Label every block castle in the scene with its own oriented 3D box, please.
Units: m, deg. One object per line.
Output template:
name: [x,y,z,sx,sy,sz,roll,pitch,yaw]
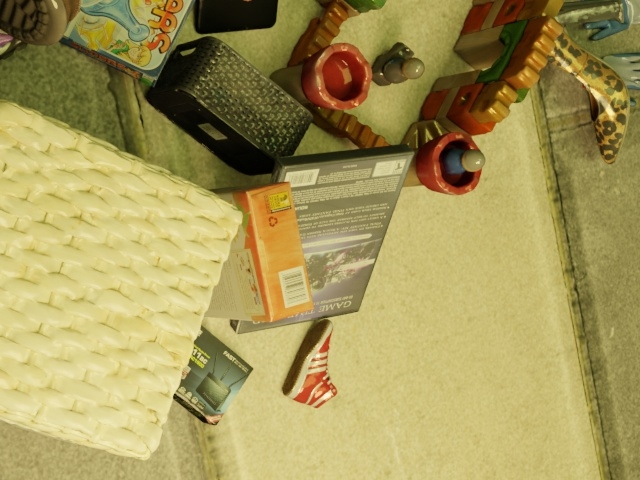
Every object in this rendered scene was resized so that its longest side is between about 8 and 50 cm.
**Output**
block castle: [0.165,-0.308,1.785,0.303,0.213,0.453,35,72,-27]

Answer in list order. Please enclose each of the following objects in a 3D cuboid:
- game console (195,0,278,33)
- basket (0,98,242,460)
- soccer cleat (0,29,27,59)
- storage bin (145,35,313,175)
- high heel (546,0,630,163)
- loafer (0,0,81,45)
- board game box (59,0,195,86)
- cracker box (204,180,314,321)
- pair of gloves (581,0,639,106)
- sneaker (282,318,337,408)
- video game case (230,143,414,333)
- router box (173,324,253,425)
game console: [-0.119,-0.339,1.727,0.122,0.071,0.107,-11,65,-32]
basket: [-0.316,0.040,1.457,0.331,0.266,0.328,26,77,-27]
soccer cleat: [-0.412,-0.246,1.491,0.318,0.109,0.116,-37,110,-23]
storage bin: [-0.115,-0.167,1.663,0.180,0.122,0.084,37,71,-26]
high heel: [0.371,-0.237,2.002,0.186,0.093,0.261,-7,104,-4]
loafer: [-0.360,-0.384,1.455,0.130,0.134,0.366,-27,81,-38]
board game box: [-0.224,-0.309,1.623,0.136,0.035,0.201,25,76,-9]
cracker box: [-0.106,0.014,1.603,0.067,0.232,0.155,-15,98,-32]
pair of gloves: [0.473,-0.312,2.088,0.159,0.023,0.198,-5,92,-31]
sneaker: [0.002,0.170,1.780,0.067,0.042,0.118,31,82,-24]
video game case: [0.000,0.000,1.695,0.196,0.026,0.274,-8,134,-31]
router box: [-0.158,0.166,1.684,0.122,0.038,0.092,42,68,-25]
